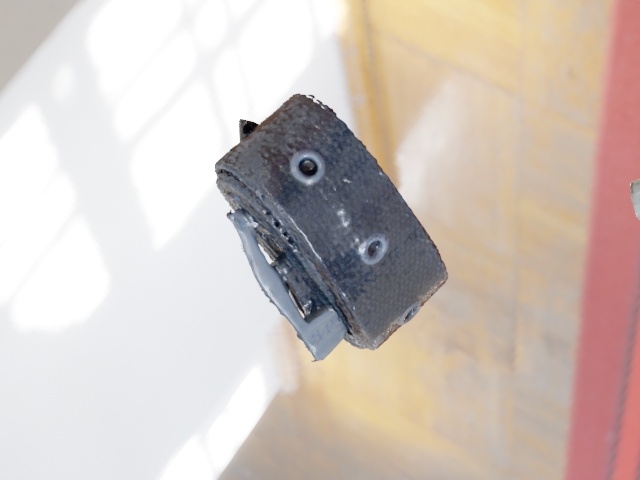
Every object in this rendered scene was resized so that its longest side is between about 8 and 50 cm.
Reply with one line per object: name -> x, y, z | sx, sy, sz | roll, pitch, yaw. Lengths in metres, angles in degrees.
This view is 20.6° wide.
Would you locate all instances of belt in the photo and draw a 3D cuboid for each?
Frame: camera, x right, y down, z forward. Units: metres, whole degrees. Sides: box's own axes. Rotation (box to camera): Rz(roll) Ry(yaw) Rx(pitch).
belt -> 0.000, -0.001, 1.388 | 0.122, 0.128, 0.218 | 30, 159, 53

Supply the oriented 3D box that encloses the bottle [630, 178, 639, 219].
bottle -> 0.283, -0.050, 1.008 | 0.217, 0.060, 0.060 | -17, 129, 25
